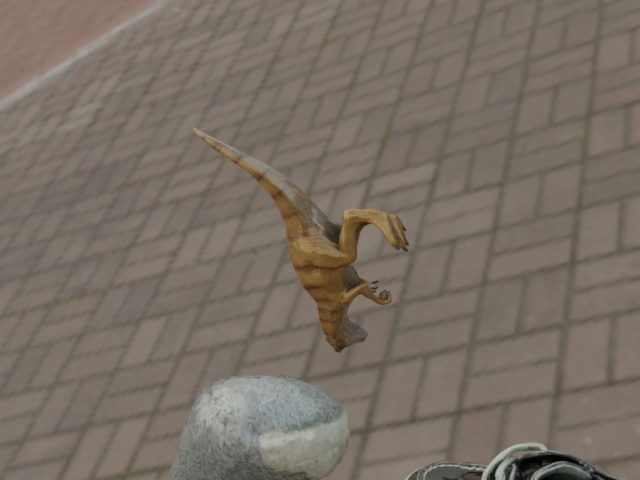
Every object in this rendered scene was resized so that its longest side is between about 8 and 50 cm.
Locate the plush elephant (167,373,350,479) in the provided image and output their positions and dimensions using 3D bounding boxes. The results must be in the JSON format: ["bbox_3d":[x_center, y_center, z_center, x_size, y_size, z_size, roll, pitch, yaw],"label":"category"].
[{"bbox_3d":[-0.130,0.249,0.572,0.272,0.330,0.255,5,29,-13],"label":"plush elephant"}]

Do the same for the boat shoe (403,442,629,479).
[{"bbox_3d":[0.122,0.143,0.678,0.078,0.070,0.219,-29,24,-35],"label":"boat shoe"}]

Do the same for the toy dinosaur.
[{"bbox_3d":[0.000,0.000,0.925,0.112,0.211,0.064,-20,25,13],"label":"toy dinosaur"}]
